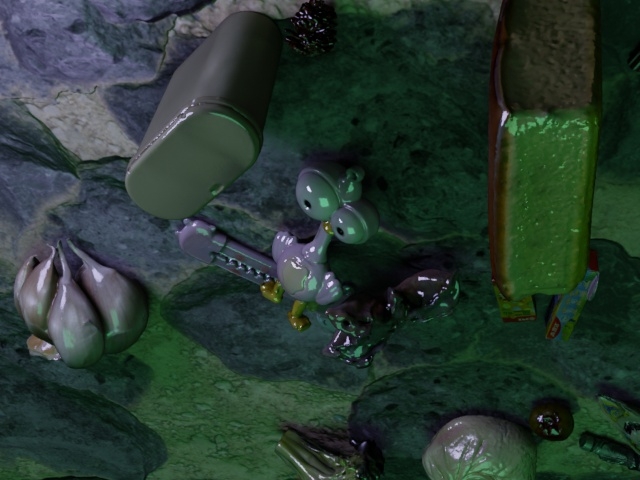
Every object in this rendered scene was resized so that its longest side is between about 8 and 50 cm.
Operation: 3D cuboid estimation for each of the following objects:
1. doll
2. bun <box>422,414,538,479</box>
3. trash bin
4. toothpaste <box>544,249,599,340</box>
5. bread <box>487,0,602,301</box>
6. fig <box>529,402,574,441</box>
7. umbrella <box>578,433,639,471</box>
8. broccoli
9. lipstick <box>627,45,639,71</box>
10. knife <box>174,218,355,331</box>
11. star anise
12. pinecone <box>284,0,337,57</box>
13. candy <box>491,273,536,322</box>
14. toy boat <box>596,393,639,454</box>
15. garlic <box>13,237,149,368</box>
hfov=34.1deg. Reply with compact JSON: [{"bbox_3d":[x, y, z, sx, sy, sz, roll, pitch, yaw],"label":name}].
[{"bbox_3d":[0.001,-0.001,1.738,0.160,0.094,0.365,45,140,18],"label":"doll"},{"bbox_3d":[0.337,0.476,2.166,0.243,0.153,0.244,7,141,6],"label":"bun"},{"bbox_3d":[-0.160,-0.184,1.495,0.121,0.248,0.243,34,133,-23],"label":"trash bin"},{"bbox_3d":[0.434,0.104,1.807,0.044,0.070,0.193,8,137,0],"label":"toothpaste"},{"bbox_3d":[0.297,-0.140,1.395,0.143,0.324,0.333,2,135,11],"label":"bread"},{"bbox_3d":[0.466,0.364,2.083,0.084,0.082,0.098,-30,161,14],"label":"fig"},{"bbox_3d":[0.619,0.447,2.150,0.188,0.046,0.050,20,141,-10],"label":"umbrella"},{"bbox_3d":[0.013,0.497,2.255,0.243,0.263,0.247,38,101,6],"label":"broccoli"},{"bbox_3d":[0.480,-0.297,1.407,0.027,0.027,0.176,24,134,-14],"label":"lipstick"},{"bbox_3d":[-0.086,0.070,1.902,0.398,0.038,0.132,27,132,-16],"label":"knife"},{"bbox_3d":[0.119,0.134,1.827,0.257,0.111,0.198,-24,161,-7],"label":"star anise"},{"bbox_3d":[-0.010,-0.300,1.474,0.077,0.077,0.083,17,111,-7],"label":"pinecone"},{"bbox_3d":[0.342,0.093,1.837,0.062,0.038,0.122,-7,135,18],"label":"candy"},{"bbox_3d":[0.606,0.352,2.039,0.210,0.066,0.084,36,130,-24],"label":"toy boat"},{"bbox_3d":[-0.462,0.126,1.989,0.237,0.210,0.292,45,142,14],"label":"garlic"}]
